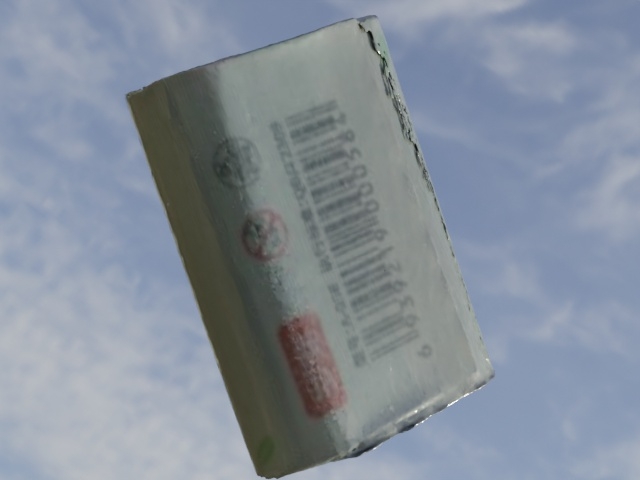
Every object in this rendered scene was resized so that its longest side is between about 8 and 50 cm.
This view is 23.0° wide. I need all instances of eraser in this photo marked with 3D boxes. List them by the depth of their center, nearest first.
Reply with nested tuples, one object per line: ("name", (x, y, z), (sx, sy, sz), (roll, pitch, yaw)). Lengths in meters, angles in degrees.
("eraser", (0.000, 0.000, 0.897), (0.081, 0.174, 0.227), (-15, -85, 50))
